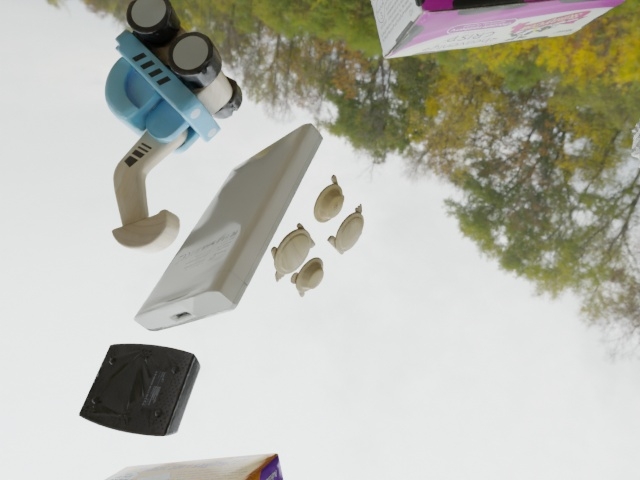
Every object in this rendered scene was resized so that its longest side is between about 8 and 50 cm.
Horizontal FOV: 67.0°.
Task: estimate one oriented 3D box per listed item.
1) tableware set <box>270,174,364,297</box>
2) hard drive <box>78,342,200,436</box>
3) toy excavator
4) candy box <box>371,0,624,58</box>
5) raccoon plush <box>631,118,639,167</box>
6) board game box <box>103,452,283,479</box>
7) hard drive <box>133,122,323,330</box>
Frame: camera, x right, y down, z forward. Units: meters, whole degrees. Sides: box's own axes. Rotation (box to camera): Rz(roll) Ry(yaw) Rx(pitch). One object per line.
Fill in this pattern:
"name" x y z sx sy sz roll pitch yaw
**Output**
"tableware set" 0.000 0.000 0.655 0.020 0.141 0.169 30 -109 32
"hard drive" -0.361 0.299 0.975 0.254 0.054 0.172 -3 -122 30
"toy excavator" -0.376 -0.253 1.112 0.433 0.445 0.222 45 179 12
"candy box" 0.098 -0.253 0.316 0.159 0.234 0.071 -12 -179 -13
"raccoon plush" 0.303 -0.163 0.206 0.298 0.447 0.216 -11 -132 -34
"board game box" -0.259 0.586 0.742 0.356 0.357 0.356 -14 175 20
"hard drive" -0.140 -0.026 0.776 0.047 0.232 0.353 44 -133 -26
